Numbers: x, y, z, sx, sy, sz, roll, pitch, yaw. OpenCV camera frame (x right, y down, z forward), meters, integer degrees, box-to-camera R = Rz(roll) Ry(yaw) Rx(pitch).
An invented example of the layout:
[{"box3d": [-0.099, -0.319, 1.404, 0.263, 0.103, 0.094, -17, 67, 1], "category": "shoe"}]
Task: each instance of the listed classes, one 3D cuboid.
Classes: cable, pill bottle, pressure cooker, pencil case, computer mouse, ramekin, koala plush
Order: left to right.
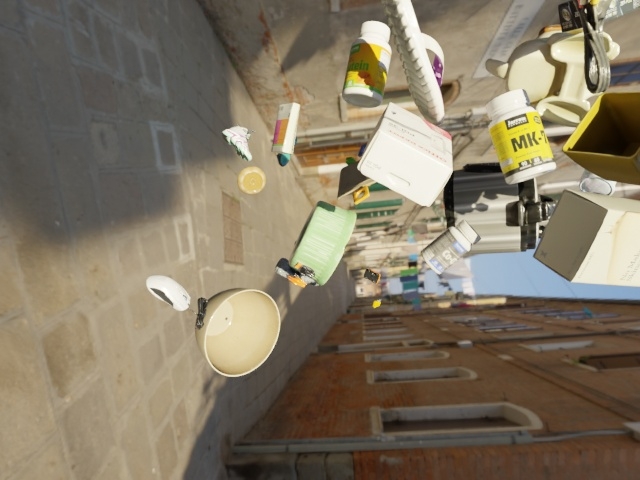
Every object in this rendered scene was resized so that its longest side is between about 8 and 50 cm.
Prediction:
[{"box3d": [-0.385, 0.154, 1.214, 0.193, 0.042, 0.106, 41, 26, -24], "category": "computer mouse"}, {"box3d": [-0.052, 0.064, 1.940, 0.196, 0.203, 0.222, -12, 124, -67], "category": "koala plush"}, {"box3d": [0.000, 0.000, 1.654, 0.303, 0.148, 0.304, -90, -154, -76], "category": "ramekin"}, {"box3d": [0.157, -0.578, 1.465, 0.136, 0.136, 0.246, 36, 65, -84], "category": "pill bottle"}, {"box3d": [0.327, 0.015, 1.118, 0.078, 0.137, 0.078, 41, 21, -19], "category": "pill bottle"}, {"box3d": [0.735, -0.128, 1.829, 0.376, 0.419, 0.370, 61, 34, -47], "category": "pressure cooker"}, {"box3d": [0.491, -0.256, 1.105, 0.119, 0.119, 0.209, 38, 35, -84], "category": "pill bottle"}, {"box3d": [0.547, -0.454, 0.921, 0.139, 0.072, 0.288, -100, -176, -69], "category": "cable"}, {"box3d": [1.070, -0.286, 1.664, 0.273, 0.124, 0.113, -57, -165, -22], "category": "pencil case"}]

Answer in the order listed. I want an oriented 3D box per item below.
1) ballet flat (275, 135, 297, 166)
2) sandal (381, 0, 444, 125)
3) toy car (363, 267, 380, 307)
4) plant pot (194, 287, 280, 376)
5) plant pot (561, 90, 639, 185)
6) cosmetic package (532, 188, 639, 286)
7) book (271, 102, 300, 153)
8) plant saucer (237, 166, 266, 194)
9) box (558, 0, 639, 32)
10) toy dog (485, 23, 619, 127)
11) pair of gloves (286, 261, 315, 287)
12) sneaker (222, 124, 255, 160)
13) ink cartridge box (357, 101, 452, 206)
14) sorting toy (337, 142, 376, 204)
[{"box3d": [-0.175, -0.432, 2.161, 0.074, 0.074, 0.203, 78, 28, -55], "category": "ballet flat"}, {"box3d": [0.287, -0.511, 1.227, 0.417, 0.102, 0.169, 61, 3, -30], "category": "sandal"}, {"box3d": [0.170, 0.152, 1.444, 0.040, 0.060, 0.122, 2, 93, -53], "category": "toy car"}, {"box3d": [-0.304, 0.279, 1.481, 0.284, 0.190, 0.285, -12, 108, -42], "category": "plant pot"}, {"box3d": [0.861, -0.269, 1.241, 0.187, 0.212, 0.212, 36, -1, -28], "category": "plant pot"}, {"box3d": [0.616, 0.001, 0.910, 0.113, 0.309, 0.160, -124, -138, -57], "category": "cosmetic package"}, {"box3d": [-0.109, -0.335, 1.334, 0.096, 0.035, 0.145, 19, -80, 55], "category": "book"}, {"box3d": [-0.194, -0.168, 1.268, 0.015, 0.083, 0.084, -134, -147, -60], "category": "plant saucer"}, {"box3d": [0.773, -0.642, 1.202, 0.147, 0.180, 0.078, -128, -164, -69], "category": "box"}, {"box3d": [0.803, -0.594, 1.555, 0.408, 0.395, 0.285, -46, 135, -47], "category": "toy dog"}, {"box3d": [-0.062, 0.107, 1.380, 0.083, 0.074, 0.010, -48, -158, 29], "category": "pair of gloves"}, {"box3d": [-0.175, -0.234, 1.036, 0.098, 0.069, 0.038, 48, -23, 11], "category": "sneaker"}, {"box3d": [0.229, -0.233, 1.163, 0.117, 0.207, 0.283, -61, -177, 33], "category": "ink cartridge box"}, {"box3d": [0.154, -0.245, 1.720, 0.047, 0.195, 0.348, 44, 36, -32], "category": "sorting toy"}]
